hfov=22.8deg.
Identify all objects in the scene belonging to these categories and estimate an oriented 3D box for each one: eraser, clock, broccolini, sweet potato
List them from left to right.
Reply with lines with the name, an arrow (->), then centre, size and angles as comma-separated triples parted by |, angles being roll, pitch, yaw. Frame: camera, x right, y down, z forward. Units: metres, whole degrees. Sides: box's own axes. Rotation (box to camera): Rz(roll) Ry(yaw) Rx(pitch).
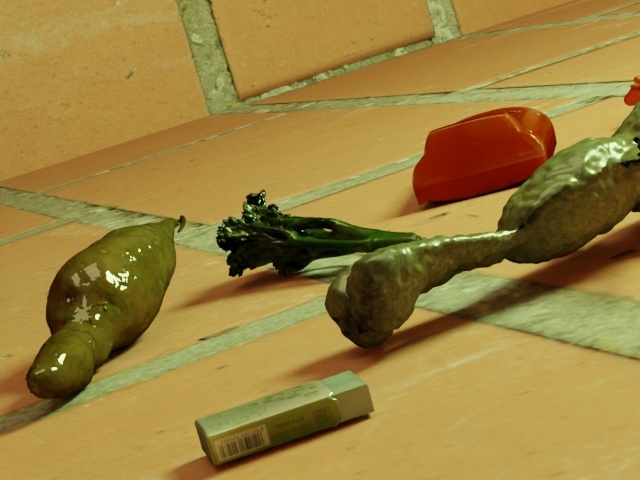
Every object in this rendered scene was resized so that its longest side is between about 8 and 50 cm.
sweet potato -> -0.154, 0.048, 1.084 | 0.075, 0.074, 0.269 | -13, 19, 18
eraser -> -0.018, 0.086, 0.777 | 0.083, 0.019, 0.038 | -18, 8, -12
broccolini -> 0.006, 0.010, 1.160 | 0.201, 0.058, 0.074 | 14, 43, 42
clock -> 0.141, -0.081, 1.363 | 0.113, 0.061, 0.155 | -15, 7, 14

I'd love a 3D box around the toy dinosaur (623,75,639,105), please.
toy dinosaur -> 0.324, -0.127, 1.306 | 0.117, 0.070, 0.288 | -32, 11, -21

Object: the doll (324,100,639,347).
doll -> 0.147, -0.022, 0.934 | 0.286, 0.091, 0.202 | -11, -31, -47
